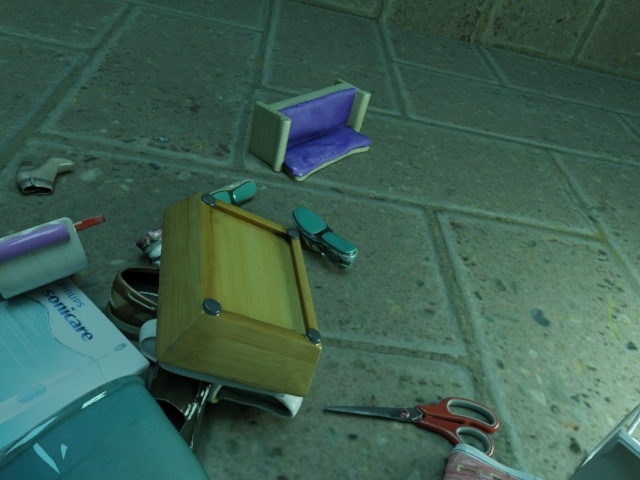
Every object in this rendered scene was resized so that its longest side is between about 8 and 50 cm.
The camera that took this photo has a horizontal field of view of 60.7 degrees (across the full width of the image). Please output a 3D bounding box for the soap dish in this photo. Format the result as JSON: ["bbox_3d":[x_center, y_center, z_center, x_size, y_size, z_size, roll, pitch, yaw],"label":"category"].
[{"bbox_3d":[-0.120,0.070,0.806,0.229,0.118,0.291,23,34,-31],"label":"soap dish"}]

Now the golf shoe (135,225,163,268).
[{"bbox_3d":[-0.270,0.001,1.078,0.086,0.067,0.186,55,43,1],"label":"golf shoe"}]

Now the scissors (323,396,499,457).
[{"bbox_3d":[0.155,0.285,0.912,0.297,0.021,0.109,16,41,2],"label":"scissors"}]

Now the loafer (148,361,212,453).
[{"bbox_3d":[-0.197,0.214,0.748,0.080,0.078,0.220,-2,67,5],"label":"loafer"}]

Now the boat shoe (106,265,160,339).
[{"bbox_3d":[-0.192,0.115,0.911,0.324,0.116,0.123,9,39,-10],"label":"boat shoe"}]

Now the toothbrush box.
[{"bbox_3d":[-0.411,0.203,0.718,0.216,0.126,0.295,36,42,24],"label":"toothbrush box"}]

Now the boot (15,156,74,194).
[{"bbox_3d":[-0.574,-0.133,1.146,0.118,0.042,0.087,-10,51,-28],"label":"boot"}]

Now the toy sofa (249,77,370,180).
[{"bbox_3d":[-0.004,-0.307,1.469,0.177,0.150,0.362,35,42,24],"label":"toy sofa"}]

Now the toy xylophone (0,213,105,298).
[{"bbox_3d":[-0.464,0.032,0.835,0.236,0.081,0.323,-26,13,-34],"label":"toy xylophone"}]

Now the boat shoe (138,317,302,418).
[{"bbox_3d":[-0.156,0.199,0.837,0.277,0.098,0.096,17,37,-1],"label":"boat shoe"}]

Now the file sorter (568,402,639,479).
[{"bbox_3d":[0.520,0.392,0.772,0.173,0.193,0.278,-19,50,-41],"label":"file sorter"}]

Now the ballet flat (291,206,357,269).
[{"bbox_3d":[0.000,0.000,1.166,0.070,0.070,0.188,-19,46,-36],"label":"ballet flat"}]

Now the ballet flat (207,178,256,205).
[{"bbox_3d":[-0.214,-0.095,1.225,0.052,0.057,0.168,8,24,37],"label":"ballet flat"}]

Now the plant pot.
[{"bbox_3d":[-0.212,0.326,0.552,0.255,0.271,0.272,45,44,10],"label":"plant pot"}]

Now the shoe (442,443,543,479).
[{"bbox_3d":[0.265,0.377,0.803,0.178,0.063,0.081,24,40,18],"label":"shoe"}]
